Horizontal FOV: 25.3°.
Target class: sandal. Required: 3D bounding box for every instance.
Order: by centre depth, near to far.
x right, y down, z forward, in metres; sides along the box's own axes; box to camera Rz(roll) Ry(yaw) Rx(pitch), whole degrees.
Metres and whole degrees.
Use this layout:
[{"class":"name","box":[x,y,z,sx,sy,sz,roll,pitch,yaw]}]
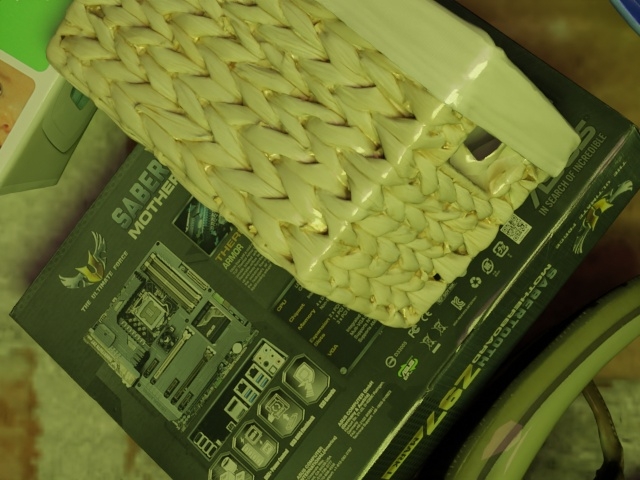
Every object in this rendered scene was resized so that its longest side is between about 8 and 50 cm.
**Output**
[{"class":"sandal","box":[0.069,0.135,0.597,0.086,0.120,0.303,38,66,-1]}]

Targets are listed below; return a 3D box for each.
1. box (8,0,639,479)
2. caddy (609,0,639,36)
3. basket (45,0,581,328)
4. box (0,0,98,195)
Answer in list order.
[{"class":"box","box":[0.000,0.000,0.613,0.183,0.059,0.233,39,94,26]},{"class":"caddy","box":[0.243,-0.133,0.511,0.341,0.179,0.241,35,139,20]},{"class":"basket","box":[-0.006,-0.056,0.533,0.167,0.113,0.103,40,96,28]},{"class":"box","box":[-0.178,-0.183,0.604,0.262,0.127,0.231,32,96,-1]}]
